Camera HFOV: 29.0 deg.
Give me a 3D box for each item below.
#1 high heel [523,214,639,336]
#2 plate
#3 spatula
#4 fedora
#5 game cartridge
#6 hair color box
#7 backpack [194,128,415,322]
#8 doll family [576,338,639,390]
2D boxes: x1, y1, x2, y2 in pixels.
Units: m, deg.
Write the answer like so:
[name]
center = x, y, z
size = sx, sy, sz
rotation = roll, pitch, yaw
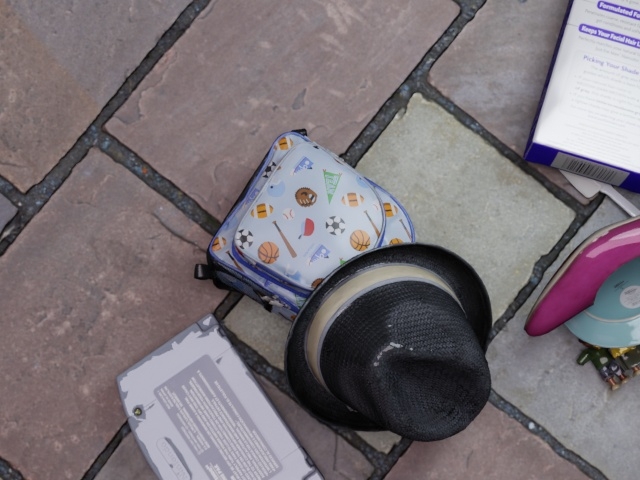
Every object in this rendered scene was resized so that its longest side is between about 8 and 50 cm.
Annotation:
[high heel]
center = 0.454, 0.034, 1.693
size = 0.181, 0.127, 0.377
rotation = 43, 107, 6
[plate]
center = 0.427, 0.068, 1.765
size = 0.188, 0.024, 0.188
rotation = -15, 48, 17
[spatula]
center = 0.486, -0.094, 1.843
size = 0.242, 0.019, 0.168
rotation = 43, 80, 7
[fedora]
center = 0.122, 0.164, 1.666
size = 0.334, 0.334, 0.152
rotation = -39, 40, -3
[game cartridge]
center = -0.156, 0.280, 1.796
size = 0.198, 0.062, 0.297
rotation = -35, 83, 1
[hair color box]
center = 0.434, -0.259, 1.812
size = 0.185, 0.110, 0.339
rotation = 18, 81, 5
[backpack]
center = 0.000, 0.000, 1.759
size = 0.263, 0.213, 0.276
rotation = 33, 82, -5
[doll family]
center = 0.458, 0.125, 1.789
size = 0.193, 0.076, 0.111
rotation = -32, 78, -7
